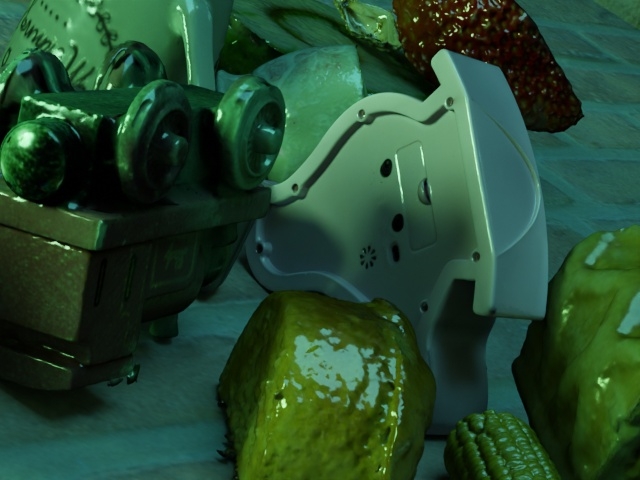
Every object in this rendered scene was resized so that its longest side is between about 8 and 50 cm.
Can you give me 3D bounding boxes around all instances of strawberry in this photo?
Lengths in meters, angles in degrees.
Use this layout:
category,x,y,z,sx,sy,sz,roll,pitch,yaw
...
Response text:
category,x,y,z,sx,sy,sz,roll,pitch,yaw
strawberry,0.154,-0.189,2.067,0.236,0.107,0.175,39,-18,21

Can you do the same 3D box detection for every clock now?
category,x,y,z,sx,sy,sz,roll,pitch,yaw
clock,0.067,0.028,1.666,0.080,0.275,0.290,10,62,-44

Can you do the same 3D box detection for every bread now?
category,x,y,z,sx,sy,sz,roll,pitch,yaw
bread,0.006,-0.148,2.091,0.382,0.129,0.366,32,17,12
bread,0.270,0.134,1.573,0.196,0.239,0.252,12,33,-17
bread,0.004,0.112,1.430,0.143,0.139,0.229,12,22,-15

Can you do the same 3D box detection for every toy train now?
category,x,y,z,sx,sy,sz,roll,pitch,yaw
toy train,-0.138,-0.023,1.448,0.150,0.222,0.304,16,13,23

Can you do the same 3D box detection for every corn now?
category,x,y,z,sx,sy,sz,roll,pitch,yaw
corn,0.146,0.198,1.460,0.080,0.080,0.238,18,20,-21

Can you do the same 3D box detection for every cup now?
category,x,y,z,sx,sy,sz,roll,pitch,yaw
cup,-0.156,-0.157,1.760,0.186,0.234,0.258,6,30,-43

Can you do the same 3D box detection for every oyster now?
category,x,y,z,sx,sy,sz,roll,pitch,yaw
oyster,0.051,-0.226,2.110,0.051,0.034,0.093,-2,42,-29

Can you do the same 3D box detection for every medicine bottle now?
category,x,y,z,sx,sy,sz,roll,pitch,yaw
medicine bottle,-0.020,-0.100,1.847,0.143,0.147,0.147,-13,22,4

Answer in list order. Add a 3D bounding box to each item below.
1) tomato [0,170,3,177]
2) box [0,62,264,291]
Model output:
category,x,y,z,sx,sy,sz,roll,pitch,yaw
tomato,-0.265,-0.046,1.523,0.228,0.112,0.199,22,21,-4
box,-0.172,-0.053,1.658,0.243,0.103,0.055,27,14,3
